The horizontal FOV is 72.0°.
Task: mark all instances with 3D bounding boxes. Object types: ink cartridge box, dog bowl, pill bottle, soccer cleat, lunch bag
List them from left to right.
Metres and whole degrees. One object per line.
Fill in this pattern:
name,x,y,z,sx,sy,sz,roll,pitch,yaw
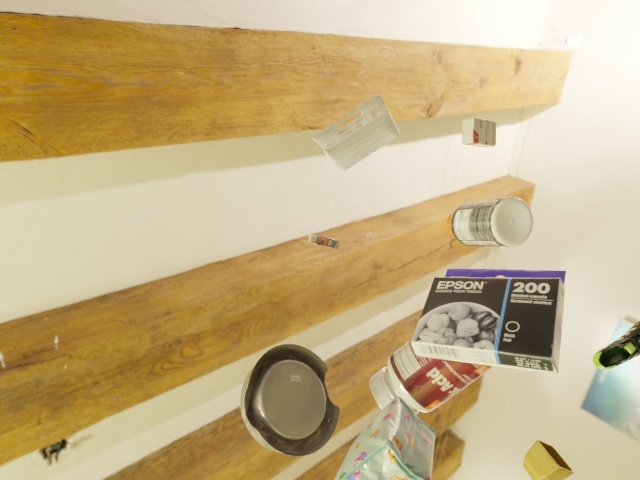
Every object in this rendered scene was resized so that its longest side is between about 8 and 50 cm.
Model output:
dog bowl,-0.104,0.525,1.452,0.349,0.348,0.102,-7,-22,-42
ink cartridge box,0.000,0.000,1.339,0.115,0.063,0.029,14,-91,-53
ink cartridge box,0.085,-0.269,1.072,0.181,0.056,0.225,-31,-23,14
lunch bag,0.128,0.530,1.013,0.262,0.160,0.223,-49,-8,16
pill bottle,0.368,0.426,1.477,0.392,0.224,0.224,-43,-40,16
ink cartridge box,0.624,-0.422,1.732,0.136,0.056,0.099,0,-89,-32
pill bottle,0.451,-0.048,1.220,0.131,0.246,0.130,0,-89,-15
ink cartridge box,0.277,0.106,0.717,0.208,0.207,0.045,-58,-47,-40
soccer cleat,0.672,0.221,0.943,0.179,0.060,0.072,-41,-23,13

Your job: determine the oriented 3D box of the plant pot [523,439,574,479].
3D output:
plant pot,0.579,0.584,1.140,0.081,0.081,0.083,31,-75,-28
